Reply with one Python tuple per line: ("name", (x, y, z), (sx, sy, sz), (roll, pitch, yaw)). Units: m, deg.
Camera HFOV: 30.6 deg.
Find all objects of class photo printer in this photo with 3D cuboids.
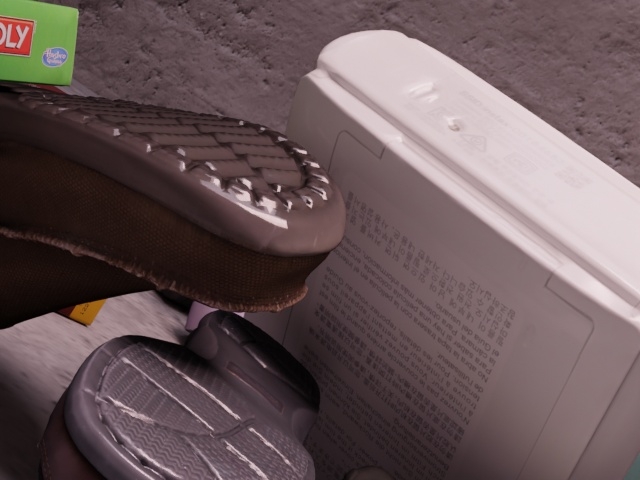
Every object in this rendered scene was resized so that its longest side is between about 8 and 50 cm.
("photo printer", (0.068, 0.070, 0.685), (0.107, 0.307, 0.256), (-25, 54, -38))

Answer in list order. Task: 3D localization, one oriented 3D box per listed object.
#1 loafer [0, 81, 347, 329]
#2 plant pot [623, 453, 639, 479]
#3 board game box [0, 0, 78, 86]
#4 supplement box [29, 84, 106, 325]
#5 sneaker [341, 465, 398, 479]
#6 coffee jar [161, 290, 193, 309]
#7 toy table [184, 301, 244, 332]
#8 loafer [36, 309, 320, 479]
("loafer", (-0.138, -0.014, 0.622), (0.366, 0.130, 0.134), (16, 12, 40))
("plant pot", (0.328, 0.209, 1.095), (0.235, 0.292, 0.293), (19, -1, 19))
("board game box", (-0.318, -0.128, 0.603), (0.317, 0.046, 0.213), (13, 10, 26))
("supplement box", (-0.245, -0.062, 0.872), (0.194, 0.129, 0.191), (31, 4, -35))
("sneaker", (0.134, 0.191, 0.575), (0.286, 0.130, 0.109), (37, -5, 0))
("coffee jar", (-0.087, 0.047, 1.189), (0.184, 0.079, 0.096), (29, 5, -41))
("toy table", (0.016, 0.043, 1.068), (0.252, 0.160, 0.274), (7, -12, 42))
("loafer", (-0.065, 0.104, 0.551), (0.109, 0.095, 0.302), (40, 7, 4))
